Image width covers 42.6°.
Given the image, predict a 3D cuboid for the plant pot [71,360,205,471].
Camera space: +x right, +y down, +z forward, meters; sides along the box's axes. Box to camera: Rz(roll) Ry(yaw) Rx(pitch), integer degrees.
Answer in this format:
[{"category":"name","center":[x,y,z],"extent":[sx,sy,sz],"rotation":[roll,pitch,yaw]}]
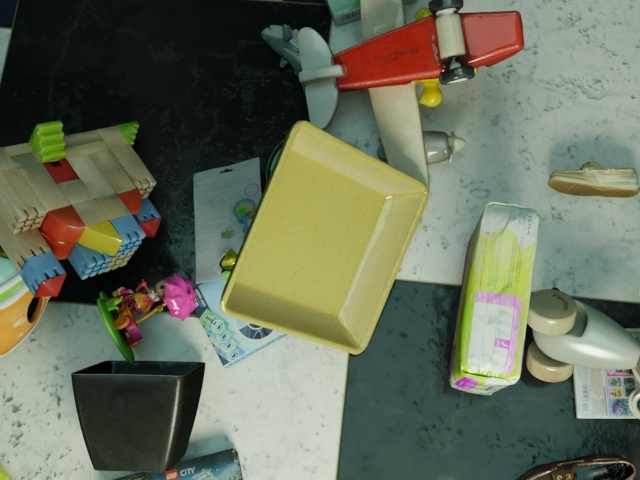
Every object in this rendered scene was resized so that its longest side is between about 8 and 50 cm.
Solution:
[{"category":"plant pot","center":[-0.306,0.300,1.410],"extent":[0.188,0.187,0.167],"rotation":[-1,89,3]}]

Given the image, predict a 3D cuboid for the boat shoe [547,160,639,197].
[{"category":"boat shoe","center":[0.505,-0.117,1.521],"extent":[0.170,0.063,0.059],"rotation":[6,73,-5]}]

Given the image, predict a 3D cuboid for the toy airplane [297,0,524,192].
[{"category":"toy airplane","center":[0.150,-0.325,1.518],"extent":[0.384,0.272,0.386],"rotation":[41,118,22]}]

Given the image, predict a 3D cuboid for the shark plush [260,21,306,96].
[{"category":"shark plush","center":[-0.056,-0.360,1.635],"extent":[0.067,0.073,0.161],"rotation":[-28,96,16]}]

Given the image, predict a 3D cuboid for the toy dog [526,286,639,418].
[{"category":"toy dog","center":[0.498,0.153,1.384],"extent":[0.333,0.220,0.161],"rotation":[22,45,2]}]

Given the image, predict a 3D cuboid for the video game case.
[{"category":"video game case","center":[0.519,0.234,1.450],"extent":[0.143,0.019,0.157],"rotation":[-1,75,3]}]

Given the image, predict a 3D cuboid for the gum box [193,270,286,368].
[{"category":"gum box","center":[-0.129,0.121,1.506],"extent":[0.184,0.041,0.157],"rotation":[-29,75,-5]}]

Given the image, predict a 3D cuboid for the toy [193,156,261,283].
[{"category":"toy","center":[-0.164,-0.030,1.529],"extent":[0.136,0.056,0.237],"rotation":[-13,58,12]}]

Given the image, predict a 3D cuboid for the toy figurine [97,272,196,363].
[{"category":"toy figurine","center":[-0.302,0.114,1.474],"extent":[0.159,0.130,0.173],"rotation":[-28,34,-7]}]

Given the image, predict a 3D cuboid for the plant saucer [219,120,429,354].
[{"category":"plant saucer","center":[0.000,0.000,1.412],"extent":[0.081,0.332,0.333],"rotation":[23,90,52]}]

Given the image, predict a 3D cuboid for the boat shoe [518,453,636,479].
[{"category":"boat shoe","center":[0.427,0.405,1.385],"extent":[0.207,0.073,0.073],"rotation":[-18,76,0]}]

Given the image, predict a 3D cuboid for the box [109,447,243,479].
[{"category":"box","center":[-0.242,0.465,1.405],"extent":[0.233,0.044,0.159],"rotation":[-14,60,-1]}]

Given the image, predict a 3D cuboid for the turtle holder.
[{"category":"turtle holder","center":[-0.628,0.077,1.474],"extent":[0.227,0.243,0.320],"rotation":[-29,35,-19]}]

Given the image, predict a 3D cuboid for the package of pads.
[{"category":"package of pads","center":[0.289,0.102,1.389],"extent":[0.101,0.229,0.297],"rotation":[9,76,6]}]

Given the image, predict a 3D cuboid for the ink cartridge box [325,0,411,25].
[{"category":"ink cartridge box","center":[0.077,-0.564,1.663],"extent":[0.181,0.056,0.225],"rotation":[-19,77,-2]}]

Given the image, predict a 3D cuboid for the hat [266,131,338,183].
[{"category":"hat","center":[-0.033,-0.124,1.480],"extent":[0.173,0.183,0.209],"rotation":[-15,79,8]}]

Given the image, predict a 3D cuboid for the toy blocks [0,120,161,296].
[{"category":"toy blocks","center":[-0.424,-0.054,1.454],"extent":[0.381,0.191,0.261],"rotation":[-23,71,-48]}]

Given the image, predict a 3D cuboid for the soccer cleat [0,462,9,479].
[{"category":"soccer cleat","center":[-0.573,0.442,1.428],"extent":[0.289,0.093,0.121],"rotation":[25,72,9]}]
